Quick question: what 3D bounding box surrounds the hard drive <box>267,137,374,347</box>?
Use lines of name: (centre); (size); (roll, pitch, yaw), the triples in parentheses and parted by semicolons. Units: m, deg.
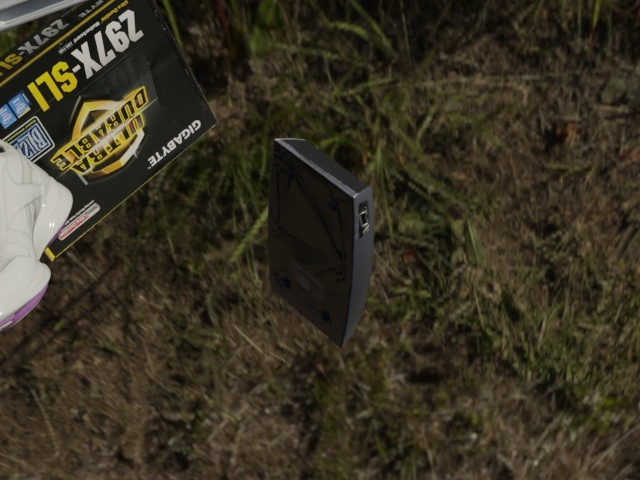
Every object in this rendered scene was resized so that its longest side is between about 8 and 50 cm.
hard drive: (0.000, 0.000, 1.445); (0.054, 0.254, 0.172); (-27, 48, -31)

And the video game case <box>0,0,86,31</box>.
video game case: (-0.190, -0.252, 0.877); (0.285, 0.025, 0.204); (-18, 45, 5)

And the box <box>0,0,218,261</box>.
box: (-0.325, -0.170, 1.527); (0.322, 0.257, 0.079); (-42, 40, -19)

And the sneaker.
sneaker: (-0.349, -0.006, 1.134); (0.114, 0.152, 0.305); (-33, 27, 14)
